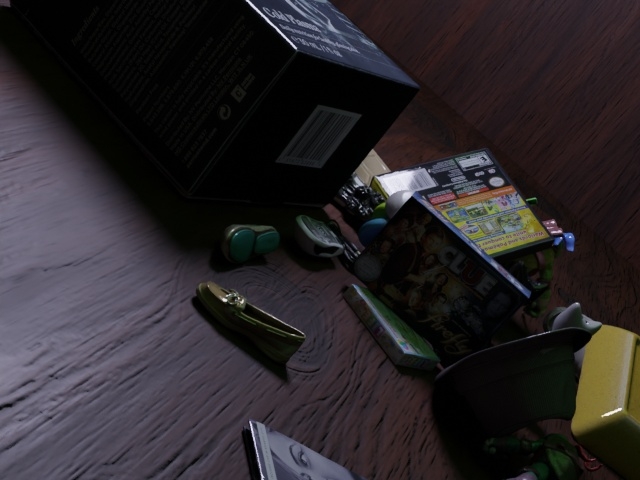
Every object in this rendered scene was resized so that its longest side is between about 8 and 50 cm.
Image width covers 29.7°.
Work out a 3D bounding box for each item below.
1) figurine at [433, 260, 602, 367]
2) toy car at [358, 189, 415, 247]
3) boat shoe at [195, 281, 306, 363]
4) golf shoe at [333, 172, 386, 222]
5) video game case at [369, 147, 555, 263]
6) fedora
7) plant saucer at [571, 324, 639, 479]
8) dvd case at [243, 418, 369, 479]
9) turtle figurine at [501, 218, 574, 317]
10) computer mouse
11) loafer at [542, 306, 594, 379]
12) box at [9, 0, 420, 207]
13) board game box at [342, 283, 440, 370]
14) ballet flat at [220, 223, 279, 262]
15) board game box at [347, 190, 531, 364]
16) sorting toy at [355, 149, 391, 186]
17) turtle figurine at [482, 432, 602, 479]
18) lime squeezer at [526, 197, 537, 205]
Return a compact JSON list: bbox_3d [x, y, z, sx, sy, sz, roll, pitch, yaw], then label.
[{"bbox_3d":[0.332,0.157,1.992,0.215,0.209,0.092,33,19,-22],"label":"figurine"},{"bbox_3d":[0.140,0.016,2.097,0.136,0.159,0.182,-31,68,-33],"label":"toy car"},{"bbox_3d":[-0.090,0.097,1.552,0.153,0.048,0.056,39,18,-5],"label":"boat shoe"},{"bbox_3d":[0.051,-0.093,2.273,0.198,0.077,0.094,49,-2,28],"label":"golf shoe"},{"bbox_3d":[0.267,-0.053,2.291,0.275,0.035,0.248,-15,57,-26],"label":"video game case"},{"bbox_3d":[0.298,0.223,1.796,0.275,0.244,0.124,116,-41,-74],"label":"fedora"},{"bbox_3d":[0.630,0.328,2.233,0.333,0.081,0.333,37,37,-8],"label":"plant saucer"},{"bbox_3d":[0.014,0.297,1.341,0.221,0.018,0.164,31,20,-26],"label":"dvd case"},{"bbox_3d":[0.353,0.074,2.394,0.266,0.275,0.198,-17,93,-42],"label":"turtle figurine"},{"bbox_3d":[0.000,0.000,1.979,0.106,0.042,0.193,53,16,22],"label":"computer mouse"},{"bbox_3d":[0.567,0.257,2.389,0.319,0.112,0.111,44,10,9],"label":"loafer"},{"bbox_3d":[-0.162,-0.319,2.008,0.472,0.297,0.480,45,18,19],"label":"box"},{"bbox_3d":[0.112,0.137,1.897,0.103,0.026,0.154,18,29,-51],"label":"board game box"},{"bbox_3d":[-0.115,0.002,1.747,0.052,0.057,0.168,17,6,21],"label":"ballet flat"},{"bbox_3d":[0.186,0.063,1.907,0.243,0.165,0.042,41,18,4],"label":"board game box"},{"bbox_3d":[0.138,-0.064,2.418,0.307,0.041,0.229,53,24,17],"label":"sorting toy"},{"bbox_3d":[0.314,0.332,1.716,0.175,0.118,0.234,41,24,2],"label":"turtle figurine"},{"bbox_3d":[0.279,-0.035,2.375,0.310,0.110,0.059,-23,89,-29],"label":"lime squeezer"}]
